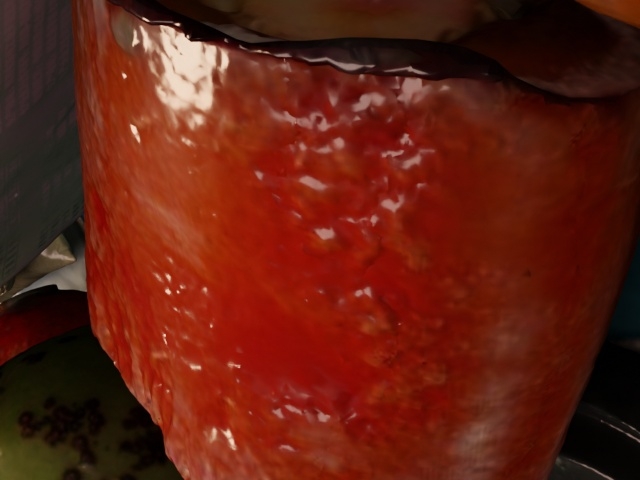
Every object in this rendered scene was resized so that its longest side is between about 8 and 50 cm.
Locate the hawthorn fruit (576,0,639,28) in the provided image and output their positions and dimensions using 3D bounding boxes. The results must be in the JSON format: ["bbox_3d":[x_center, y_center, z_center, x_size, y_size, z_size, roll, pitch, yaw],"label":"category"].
[{"bbox_3d":[0.160,-0.127,0.334,0.262,0.210,0.210,35,143,6],"label":"hawthorn fruit"}]

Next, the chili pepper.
[{"bbox_3d":[0.000,0.000,0.560,0.251,0.229,0.305,19,123,12],"label":"chili pepper"}]

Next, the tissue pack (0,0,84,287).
[{"bbox_3d":[-0.247,-0.105,0.641,0.205,0.332,0.405,40,149,11],"label":"tissue pack"}]

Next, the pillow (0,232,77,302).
[{"bbox_3d":[-0.270,-0.008,0.996,0.134,0.078,0.181,56,147,-5],"label":"pillow"}]

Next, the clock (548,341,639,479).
[{"bbox_3d":[0.156,0.173,0.733,0.281,0.055,0.280,27,139,26],"label":"clock"}]

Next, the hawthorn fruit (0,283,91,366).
[{"bbox_3d":[-0.194,0.125,0.961,0.202,0.185,0.185,59,149,24],"label":"hawthorn fruit"}]

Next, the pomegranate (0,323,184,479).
[{"bbox_3d":[-0.052,0.184,0.731,0.341,0.285,0.285,9,131,17],"label":"pomegranate"}]
